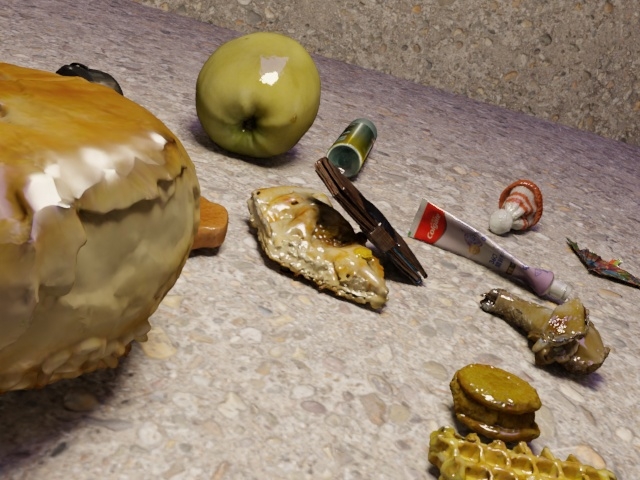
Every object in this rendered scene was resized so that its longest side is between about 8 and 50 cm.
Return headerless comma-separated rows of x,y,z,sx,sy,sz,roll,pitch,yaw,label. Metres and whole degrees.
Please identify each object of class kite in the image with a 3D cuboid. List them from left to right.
0.611,0.059,1.327,0.241,0.014,0.183,34,26,30,kite

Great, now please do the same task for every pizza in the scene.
0.000,0.000,0.964,0.189,0.071,0.297,6,33,-33,pizza

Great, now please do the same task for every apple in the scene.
-0.127,-0.291,1.293,0.262,0.262,0.262,15,25,-7,apple

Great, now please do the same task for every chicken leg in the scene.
0.335,0.122,0.935,0.125,0.081,0.196,-5,30,-18,chicken leg

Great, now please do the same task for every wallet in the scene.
0.080,-0.030,0.990,0.230,0.042,0.124,46,8,-32,wallet

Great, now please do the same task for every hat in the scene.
0.418,-0.058,1.364,0.093,0.112,0.162,0,24,33,hat

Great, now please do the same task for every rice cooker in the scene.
-0.431,-0.263,1.172,0.106,0.112,0.165,3,30,-41,rice cooker

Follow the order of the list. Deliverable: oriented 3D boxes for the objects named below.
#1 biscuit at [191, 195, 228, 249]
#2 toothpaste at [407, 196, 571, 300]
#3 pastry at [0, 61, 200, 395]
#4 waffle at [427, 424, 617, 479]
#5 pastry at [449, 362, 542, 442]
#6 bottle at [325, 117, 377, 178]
-0.296,-0.045,0.888,0.333,0.047,0.202,10,26,-12,biscuit
0.301,0.024,1.126,0.301,0.075,0.048,29,49,16,toothpaste
-0.310,-0.018,0.580,0.409,0.245,0.410,12,25,-6,pastry
0.203,0.238,0.636,0.192,0.046,0.160,30,29,24,waffle
0.199,0.183,0.715,0.109,0.057,0.097,19,12,30,pastry
0.077,-0.220,1.465,0.082,0.082,0.286,20,25,4,bottle
